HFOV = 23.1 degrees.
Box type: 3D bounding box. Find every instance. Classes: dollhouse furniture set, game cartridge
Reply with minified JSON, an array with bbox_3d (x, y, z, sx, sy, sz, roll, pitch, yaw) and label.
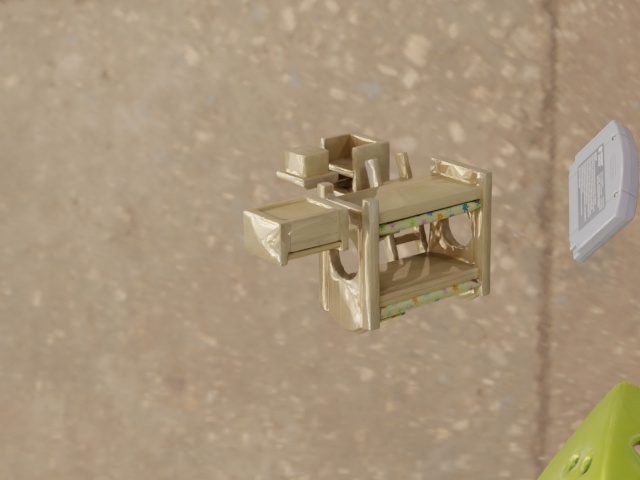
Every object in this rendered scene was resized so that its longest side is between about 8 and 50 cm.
[{"bbox_3d":[0.000,0.000,1.101,0.161,0.182,0.101,22,119,50],"label":"dollhouse furniture set"},{"bbox_3d":[0.175,-0.032,0.967,0.056,0.017,0.083,-52,22,45],"label":"game cartridge"}]

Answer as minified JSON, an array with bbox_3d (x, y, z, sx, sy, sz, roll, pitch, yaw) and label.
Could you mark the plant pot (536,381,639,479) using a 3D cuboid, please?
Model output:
[{"bbox_3d":[0.210,0.266,0.979,0.228,0.207,0.227,32,117,4],"label":"plant pot"}]
